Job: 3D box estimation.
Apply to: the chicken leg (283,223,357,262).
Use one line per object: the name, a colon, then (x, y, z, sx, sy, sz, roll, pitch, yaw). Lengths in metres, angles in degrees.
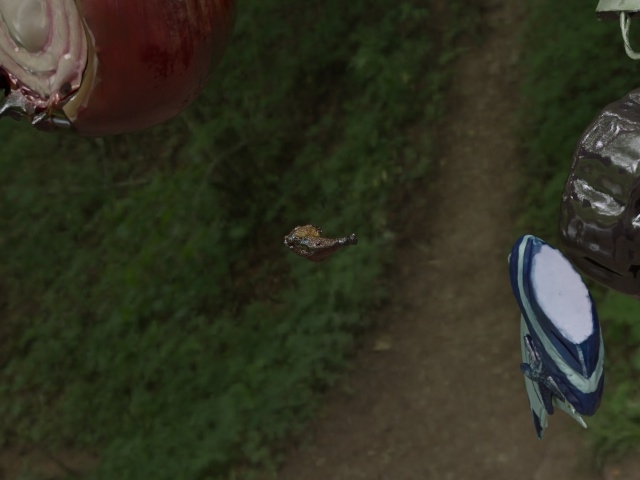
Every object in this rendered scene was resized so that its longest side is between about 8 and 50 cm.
chicken leg: (-0.003, 0.004, 1.671, 0.145, 0.037, 0.062, 15, 66, 47)

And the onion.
onion: (-0.256, -0.294, 1.232, 0.341, 0.341, 0.341, -8, 7, 1)

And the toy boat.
toy boat: (0.256, 0.136, 1.147, 0.070, 0.292, 0.210, -10, 31, -1)

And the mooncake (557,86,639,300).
mooncake: (0.443, -0.056, 1.358, 0.283, 0.283, 0.141, -13, 28, -34)

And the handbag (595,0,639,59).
handbag: (0.565, -0.461, 1.777, 0.109, 0.315, 0.241, 25, -5, -23)
